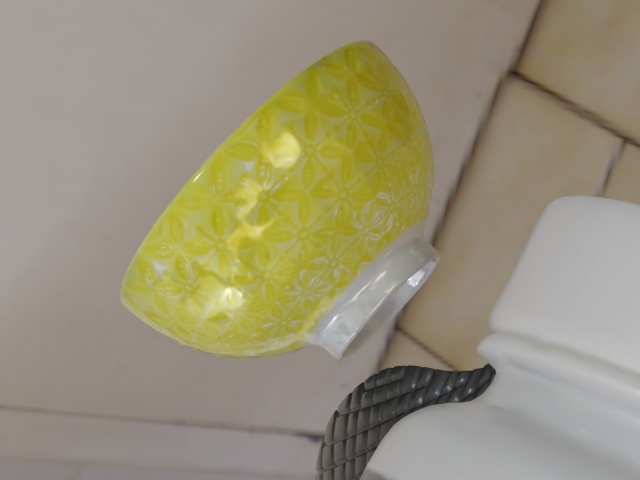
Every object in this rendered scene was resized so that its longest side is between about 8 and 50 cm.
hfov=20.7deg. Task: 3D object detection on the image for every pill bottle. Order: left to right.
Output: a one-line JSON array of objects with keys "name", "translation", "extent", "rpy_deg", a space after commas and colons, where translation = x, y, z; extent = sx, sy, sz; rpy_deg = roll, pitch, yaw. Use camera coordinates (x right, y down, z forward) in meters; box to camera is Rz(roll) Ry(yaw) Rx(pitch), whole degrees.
[{"name": "pill bottle", "translation": [0.076, 0.181, 0.583], "extent": [0.204, 0.204, 0.361], "rpy_deg": [20, 81, 46]}]

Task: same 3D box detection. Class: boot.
[{"name": "boot", "translation": [0.167, 0.158, 1.257], "extent": [0.338, 0.222, 0.118], "rpy_deg": [-25, 52, 48]}]

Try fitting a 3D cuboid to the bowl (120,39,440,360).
[{"name": "bowl", "translation": [0.000, 0.000, 1.373], "extent": [0.156, 0.289, 0.289], "rpy_deg": [43, 116, 10]}]
